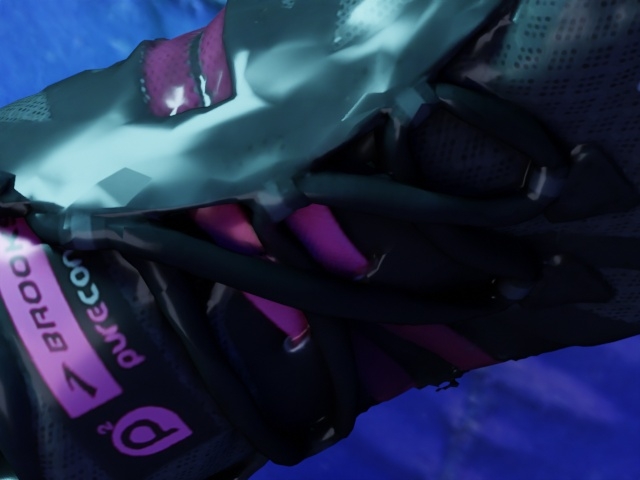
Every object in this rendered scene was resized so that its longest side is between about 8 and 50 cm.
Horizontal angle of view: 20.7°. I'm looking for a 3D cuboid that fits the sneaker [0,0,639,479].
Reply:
[{"bbox_3d":[0.000,0.000,0.516,0.482,0.202,0.185,-30,101,40],"label":"sneaker"}]
